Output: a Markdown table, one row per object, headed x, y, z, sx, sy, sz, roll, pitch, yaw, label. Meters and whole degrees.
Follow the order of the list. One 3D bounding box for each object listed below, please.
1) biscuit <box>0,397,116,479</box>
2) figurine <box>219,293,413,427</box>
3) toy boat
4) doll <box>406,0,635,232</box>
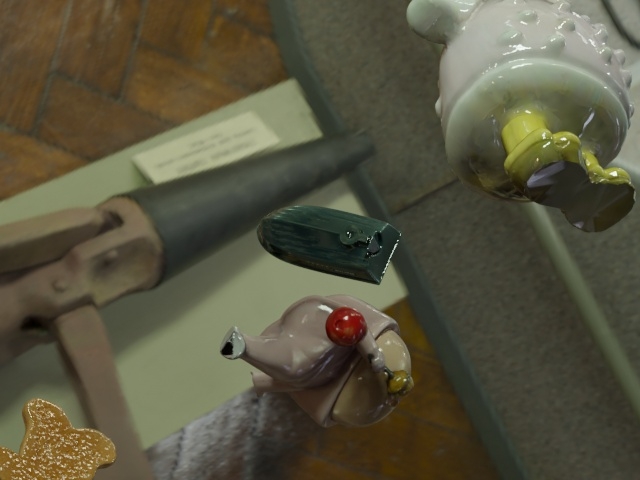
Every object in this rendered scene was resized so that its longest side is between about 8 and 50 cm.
| x | y | z | sx | sy | sz | roll | pitch | yaw | label |
| --- | --- | --- | --- | --- | --- | --- | --- | --- | --- |
| -0.365 | 0.317 | 1.663 | 0.165 | 0.036 | 0.250 | 36 | 32 | -13 | biscuit |
| 0.011 | 0.142 | 1.457 | 0.186 | 0.287 | 0.176 | 41 | 88 | 23 | figurine |
| 0.000 | 0.000 | 1.120 | 0.055 | 0.141 | 0.060 | -65 | 147 | -19 | toy boat |
| 0.087 | -0.087 | 0.565 | 0.129 | 0.081 | 0.207 | 25 | 39 | -31 | doll |
